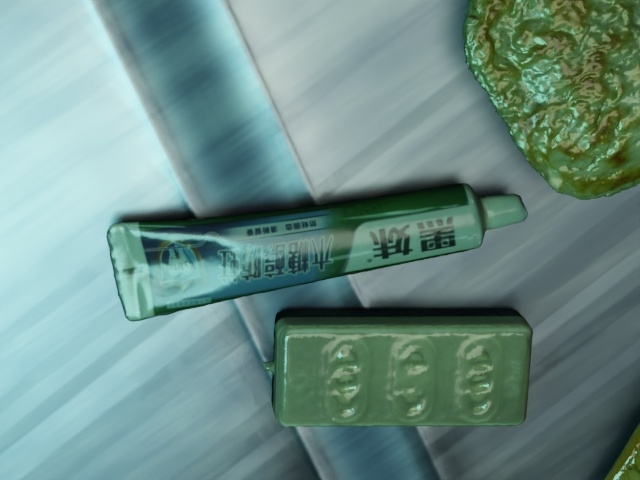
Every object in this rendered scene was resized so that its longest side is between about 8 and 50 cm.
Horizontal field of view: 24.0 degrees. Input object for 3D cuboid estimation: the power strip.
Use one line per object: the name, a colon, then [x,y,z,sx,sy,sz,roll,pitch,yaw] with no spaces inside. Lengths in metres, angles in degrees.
power strip: [0.072,0.123,1.445,0.256,0.070,0.105,0,104,-5]

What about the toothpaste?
toothpaste: [0.000,0.000,1.409,0.392,0.061,0.099,-10,107,-2]

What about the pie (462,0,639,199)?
pie: [0.248,-0.163,1.381,0.201,0.090,0.248,-33,101,2]

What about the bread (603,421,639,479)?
bread: [0.371,0.245,1.483,0.152,0.119,0.288,28,98,-9]
